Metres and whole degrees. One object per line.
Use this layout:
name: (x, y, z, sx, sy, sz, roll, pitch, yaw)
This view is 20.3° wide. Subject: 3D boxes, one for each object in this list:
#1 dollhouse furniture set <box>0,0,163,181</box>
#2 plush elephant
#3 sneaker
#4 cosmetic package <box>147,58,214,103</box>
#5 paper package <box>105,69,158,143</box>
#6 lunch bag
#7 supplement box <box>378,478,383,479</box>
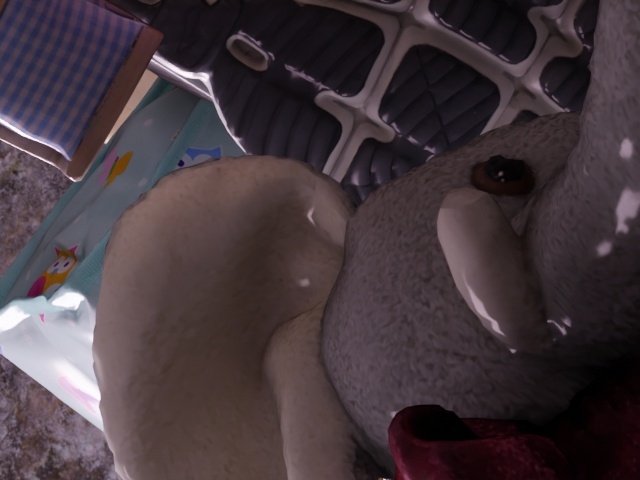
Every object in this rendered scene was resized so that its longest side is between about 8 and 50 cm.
dollhouse furniture set: (-0.146, -0.024, 0.309, 0.286, 0.303, 0.198, 30, -175, -28)
plush elephant: (0.084, 0.056, 0.398, 0.330, 0.272, 0.255, 110, 145, -62)
sneaker: (-0.004, -0.091, 0.541, 0.275, 0.107, 0.110, 36, -158, -11)
cosmetic package: (-0.122, -0.158, 0.731, 0.238, 0.107, 0.127, 34, 180, -20)
paper package: (-0.223, -0.214, 1.168, 0.309, 0.168, 0.325, 27, -175, -40)
lunch bag: (0.000, 0.000, 0.880, 0.223, 0.262, 0.160, 42, 152, -16)
supplement box: (0.157, 0.073, 0.678, 0.129, 0.194, 0.191, 29, -176, -44)
